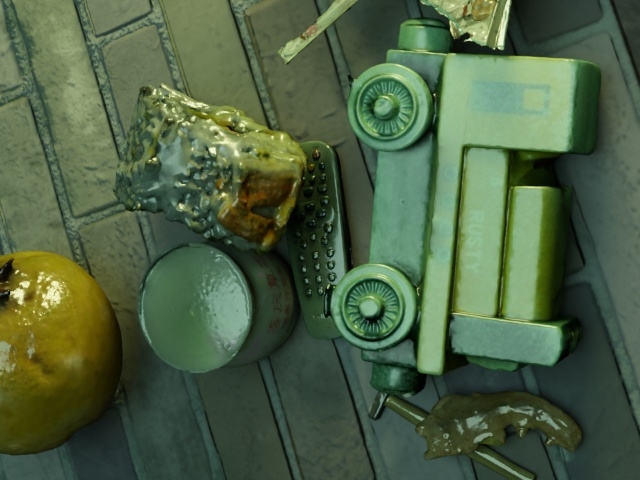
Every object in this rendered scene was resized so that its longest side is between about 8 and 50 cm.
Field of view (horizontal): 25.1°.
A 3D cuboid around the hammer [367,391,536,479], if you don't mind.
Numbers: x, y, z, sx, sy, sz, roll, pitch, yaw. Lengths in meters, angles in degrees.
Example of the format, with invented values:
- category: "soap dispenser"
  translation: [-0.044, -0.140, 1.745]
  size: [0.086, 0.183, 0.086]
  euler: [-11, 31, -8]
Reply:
- category: "hammer"
  translation: [0.146, 0.211, 1.562]
  size: [0.199, 0.013, 0.062]
  euler: [28, 102, 21]

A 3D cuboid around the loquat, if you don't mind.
- category: "loquat"
  translation: [-0.345, 0.124, 1.660]
  size: [0.244, 0.244, 0.243]
  euler: [1, 92, 24]

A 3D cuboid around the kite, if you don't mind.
- category: "kite"
  translation: [0.093, -0.313, 1.511]
  size: [0.368, 0.014, 0.406]
  euler: [-42, 50, -1]

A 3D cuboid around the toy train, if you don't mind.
- category: "toy train"
  translation: [0.149, -0.029, 1.483]
  size: [0.253, 0.160, 0.397]
  euler: [6, 93, 18]

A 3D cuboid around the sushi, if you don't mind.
- category: "sushi"
  translation: [-0.128, -0.081, 1.565]
  size: [0.274, 0.184, 0.139]
  euler: [33, 105, 66]

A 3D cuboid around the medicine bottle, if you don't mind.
- category: "medicine bottle"
  translation: [-0.112, 0.070, 1.603]
  size: [0.147, 0.143, 0.147]
  euler: [0, 91, 23]

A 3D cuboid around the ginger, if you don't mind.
- category: "ginger"
  translation: [0.186, 0.193, 1.517]
  size: [0.173, 0.051, 0.069]
  euler: [-7, 70, 16]

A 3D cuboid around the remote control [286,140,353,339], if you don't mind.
- category: "remote control"
  translation: [0.000, 0.000, 1.606]
  size: [0.072, 0.042, 0.222]
  euler: [-9, 87, 24]
